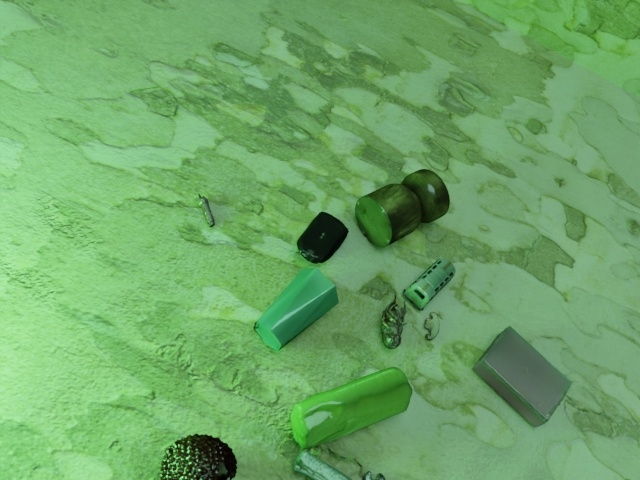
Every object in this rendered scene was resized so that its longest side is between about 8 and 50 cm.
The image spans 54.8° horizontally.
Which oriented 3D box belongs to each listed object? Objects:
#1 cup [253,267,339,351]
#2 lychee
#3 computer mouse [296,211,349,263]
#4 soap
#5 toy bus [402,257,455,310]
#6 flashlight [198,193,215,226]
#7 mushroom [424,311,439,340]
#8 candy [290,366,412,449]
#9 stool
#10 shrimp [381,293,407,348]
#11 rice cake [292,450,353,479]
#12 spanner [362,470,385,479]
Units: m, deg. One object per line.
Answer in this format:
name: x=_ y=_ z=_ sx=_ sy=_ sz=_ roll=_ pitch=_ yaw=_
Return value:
cup: x=-0.076 y=0.196 z=1.764 sx=0.148 sy=0.134 sz=0.236 roll=43 pitch=59 yaw=13
lychee: x=-0.294 y=0.550 z=1.469 sx=0.188 sy=0.188 sz=0.188 roll=8 pitch=59 yaw=-13
computer mouse: x=0.000 y=0.000 z=1.933 sx=0.122 sy=0.073 sz=0.217 roll=37 pitch=51 yaw=3
soap: x=0.613 y=0.412 z=1.886 sx=0.259 sy=0.081 sz=0.181 roll=42 pitch=57 yaw=10
toy bus: x=0.355 y=0.129 z=1.962 sx=0.087 sy=0.089 sz=0.194 roll=46 pitch=57 yaw=10
flashlight: x=-0.353 y=-0.091 z=1.901 sx=0.031 sy=0.052 sz=0.110 roll=-25 pitch=74 yaw=10
mushroom: x=0.347 y=0.267 z=1.922 sx=0.049 sy=0.019 sz=0.101 roll=24 pitch=55 yaw=-4
candy: x=0.087 y=0.447 z=1.666 sx=0.343 sy=0.142 sz=0.132 roll=-15 pitch=80 yaw=-24
stool: x=0.266 y=-0.108 z=2.017 sx=0.264 sy=0.179 sz=0.179 roll=-26 pitch=71 yaw=-28
shrimp: x=0.221 y=0.241 z=1.870 sx=0.073 sy=0.075 sz=0.190 roll=-3 pitch=45 yaw=17
rice cake: x=0.081 y=0.650 z=1.575 sx=0.336 sy=0.066 sz=0.063 roll=30 pitch=68 yaw=8
spanner: x=0.104 y=0.739 z=1.576 sx=0.071 sy=0.017 sz=0.302 roll=20 pitch=58 yaw=-1
